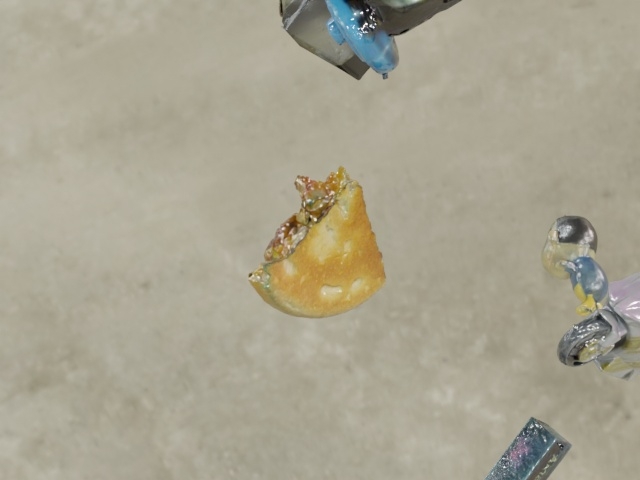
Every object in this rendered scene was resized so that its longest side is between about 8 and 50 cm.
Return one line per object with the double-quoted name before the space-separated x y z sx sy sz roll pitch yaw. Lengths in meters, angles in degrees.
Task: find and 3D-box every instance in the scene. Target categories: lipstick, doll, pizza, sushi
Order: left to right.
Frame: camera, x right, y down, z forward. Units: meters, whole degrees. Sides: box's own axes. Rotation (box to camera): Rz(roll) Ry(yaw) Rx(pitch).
"pizza" 0.000 0.000 2.093 0.081 0.228 0.290 23 15 38
"sushi" 0.067 -0.347 1.809 0.273 0.134 0.109 -48 38 9
"lipstick" 0.198 0.363 1.818 0.051 0.051 0.312 40 97 37
"doll" 0.371 0.039 2.118 0.089 0.102 0.179 -21 56 25

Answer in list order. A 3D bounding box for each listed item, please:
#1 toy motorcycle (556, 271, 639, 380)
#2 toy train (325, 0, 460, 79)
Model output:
"toy motorcycle" 0.347 0.082 1.527 0.152 0.225 0.073 -51 54 23
"toy train" 0.051 -0.309 1.275 0.188 0.265 0.300 -30 18 15
